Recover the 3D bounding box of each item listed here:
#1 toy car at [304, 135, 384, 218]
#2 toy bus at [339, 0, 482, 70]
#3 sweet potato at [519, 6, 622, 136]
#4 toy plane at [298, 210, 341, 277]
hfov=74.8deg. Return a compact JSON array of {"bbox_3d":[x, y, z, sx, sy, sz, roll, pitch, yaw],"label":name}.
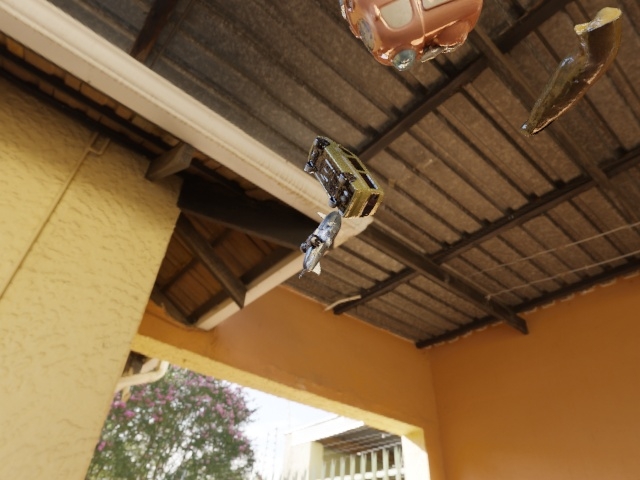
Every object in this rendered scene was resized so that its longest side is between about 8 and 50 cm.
[{"bbox_3d":[0.058,-0.170,1.098,0.124,0.257,0.101,0,-47,-31],"label":"toy car"},{"bbox_3d":[0.196,-0.486,0.875,0.287,0.232,0.194,-19,-1,9],"label":"toy bus"},{"bbox_3d":[0.508,-0.335,0.863,0.112,0.085,0.286,-6,-27,-16],"label":"sweet potato"},{"bbox_3d":[0.000,0.000,0.444,0.031,0.083,0.078,28,-27,-10],"label":"toy plane"}]
